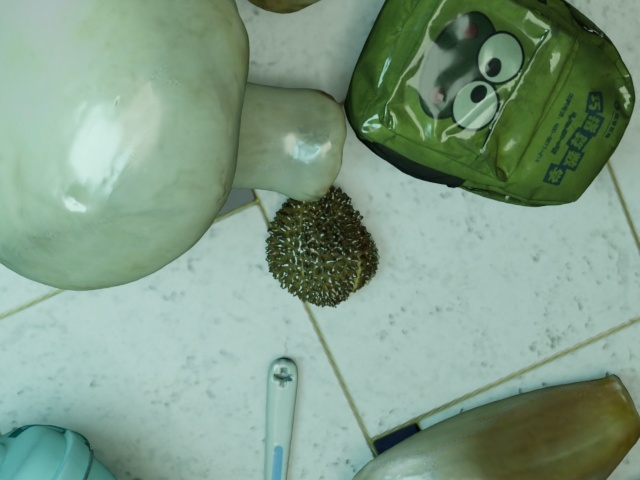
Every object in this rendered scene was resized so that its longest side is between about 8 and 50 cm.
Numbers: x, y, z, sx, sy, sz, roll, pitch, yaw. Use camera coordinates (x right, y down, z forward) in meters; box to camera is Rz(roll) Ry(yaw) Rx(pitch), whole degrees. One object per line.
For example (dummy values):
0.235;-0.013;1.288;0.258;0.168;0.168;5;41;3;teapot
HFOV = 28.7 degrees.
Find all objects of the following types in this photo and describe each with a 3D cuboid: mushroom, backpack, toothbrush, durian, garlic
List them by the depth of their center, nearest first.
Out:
-0.161;-0.102;1.028;0.356;0.315;0.315;22;100;2;mushroom
0.156;-0.140;1.142;0.253;0.140;0.207;23;101;-19;backpack
0.003;0.000;1.190;0.110;0.071;0.140;-5;99;-5;durian
0.184;0.235;1.258;0.318;0.112;0.143;-21;102;-12;garlic
-0.049;0.306;1.272;0.040;0.040;0.386;3;103;-7;toothbrush

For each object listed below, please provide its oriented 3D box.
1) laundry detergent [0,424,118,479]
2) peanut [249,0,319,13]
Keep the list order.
-0.257;0.341;1.130;0.287;0.287;0.305;-40;104;4;laundry detergent
0.024;-0.295;1.087;0.253;0.137;0.122;-33;106;0;peanut
